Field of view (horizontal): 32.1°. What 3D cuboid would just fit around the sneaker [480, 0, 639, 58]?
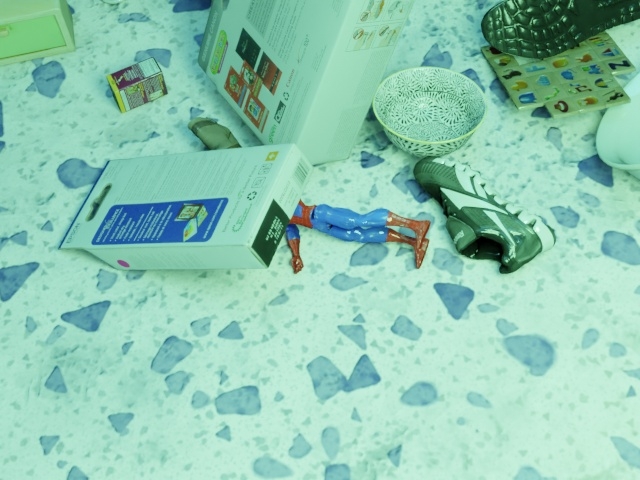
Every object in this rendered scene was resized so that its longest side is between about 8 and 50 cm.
[{"bbox_3d":[0.382,-0.362,1.765,0.283,0.107,0.124,-15,18,-6],"label":"sneaker"}]

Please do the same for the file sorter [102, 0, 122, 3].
[{"bbox_3d":[-0.347,-0.563,1.855,0.192,0.278,0.173,-33,64,-15],"label":"file sorter"}]

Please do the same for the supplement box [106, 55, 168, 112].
[{"bbox_3d":[-0.292,-0.248,1.771,0.083,0.055,0.043,-24,58,-11],"label":"supplement box"}]

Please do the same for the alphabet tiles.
[{"bbox_3d":[0.374,-0.260,1.701,0.198,0.009,0.237,-12,39,-3],"label":"alphabet tiles"}]

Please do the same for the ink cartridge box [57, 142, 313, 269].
[{"bbox_3d":[-0.197,-0.044,1.576,0.370,0.069,0.176,0,53,35],"label":"ink cartridge box"}]

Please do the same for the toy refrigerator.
[{"bbox_3d":[-0.551,-0.347,1.833,0.269,0.102,0.094,-11,57,-3],"label":"toy refrigerator"}]

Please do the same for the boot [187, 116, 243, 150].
[{"bbox_3d":[-0.165,-0.151,1.675,0.087,0.118,0.042,40,106,8],"label":"boot"}]

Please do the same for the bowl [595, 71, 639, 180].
[{"bbox_3d":[0.548,-0.166,1.557,0.134,0.298,0.298,46,63,-19],"label":"bowl"}]

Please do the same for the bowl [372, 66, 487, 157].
[{"bbox_3d":[0.161,-0.176,1.660,0.170,0.080,0.170,-1,47,1],"label":"bowl"}]

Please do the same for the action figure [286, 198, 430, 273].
[{"bbox_3d":[0.000,0.000,1.561,0.280,0.091,0.139,18,62,14],"label":"action figure"}]

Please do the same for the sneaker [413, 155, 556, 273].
[{"bbox_3d":[0.210,-0.034,1.571,0.234,0.078,0.106,37,65,23],"label":"sneaker"}]

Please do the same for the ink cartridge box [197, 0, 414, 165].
[{"bbox_3d":[-0.031,-0.310,1.624,0.130,0.309,0.272,-15,52,-38],"label":"ink cartridge box"}]
